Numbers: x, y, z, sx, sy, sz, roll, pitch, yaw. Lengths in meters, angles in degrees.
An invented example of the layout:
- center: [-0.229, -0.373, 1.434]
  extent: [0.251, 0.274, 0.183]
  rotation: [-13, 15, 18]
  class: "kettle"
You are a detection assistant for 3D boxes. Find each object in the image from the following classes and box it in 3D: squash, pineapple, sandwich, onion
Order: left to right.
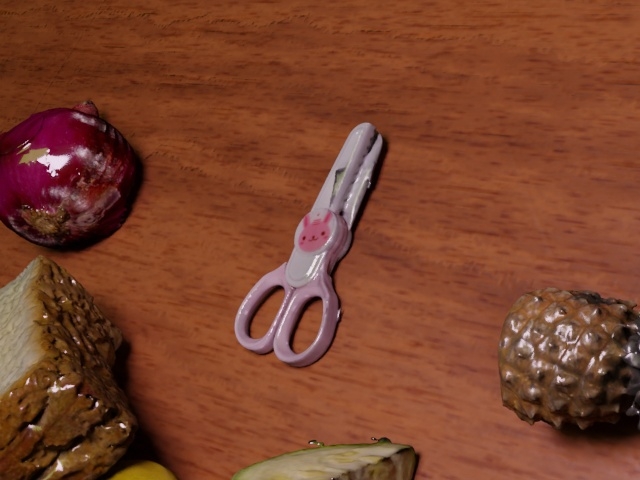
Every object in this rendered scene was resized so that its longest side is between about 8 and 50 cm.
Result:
- center: [-0.311, 0.169, 1.415]
  extent: [0.262, 0.131, 0.325]
  rotation: [-44, 23, 7]
  class: "sandwich"
- center: [-0.294, -0.096, 1.640]
  extent: [0.173, 0.135, 0.198]
  rotation: [-25, 46, 24]
  class: "onion"
- center: [-0.013, 0.319, 1.174]
  extent: [0.111, 0.203, 0.289]
  rotation: [0, 98, 42]
  class: "squash"
- center: [0.246, 0.084, 1.051]
  extent: [0.237, 0.111, 0.119]
  rotation: [2, 96, 33]
  class: "pineapple"

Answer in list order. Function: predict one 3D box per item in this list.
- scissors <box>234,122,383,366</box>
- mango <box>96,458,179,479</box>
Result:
- center: [0.000, 0.000, 1.382]
  extent: [0.118, 0.030, 0.242]
  rotation: [12, 75, 46]
  class: "scissors"
- center: [-0.206, 0.279, 1.335]
  extent: [0.237, 0.091, 0.137]
  rotation: [-30, 40, 33]
  class: "mango"
